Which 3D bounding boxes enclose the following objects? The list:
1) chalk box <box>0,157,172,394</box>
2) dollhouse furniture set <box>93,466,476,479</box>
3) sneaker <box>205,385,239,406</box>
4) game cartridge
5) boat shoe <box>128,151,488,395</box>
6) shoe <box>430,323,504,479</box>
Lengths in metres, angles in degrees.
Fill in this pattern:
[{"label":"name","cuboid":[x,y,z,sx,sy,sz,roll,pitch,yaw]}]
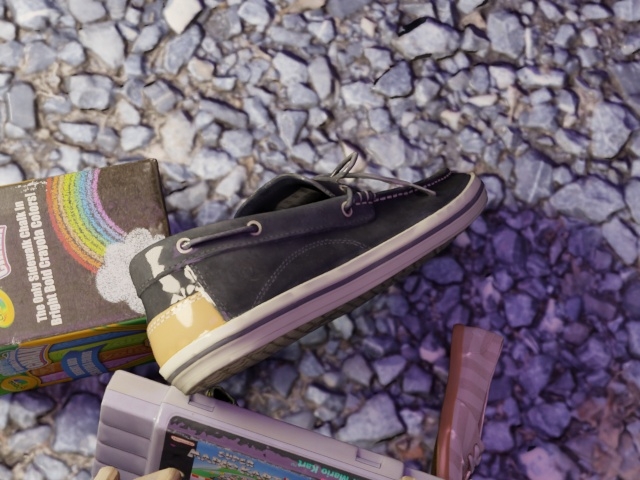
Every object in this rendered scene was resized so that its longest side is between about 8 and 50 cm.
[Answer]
[{"label":"chalk box","cuboid":[-0.296,0.047,1.815,0.289,0.179,0.180,-11,71,-8]},{"label":"dollhouse furniture set","cuboid":[-0.045,0.426,1.544,0.362,0.256,0.394,2,104,6]},{"label":"sneaker","cuboid":[-0.096,0.191,1.852,0.031,0.035,0.083,-39,77,-17]},{"label":"game cartridge","cuboid":[-0.056,0.259,1.726,0.355,0.230,0.068,18,56,2]},{"label":"boat shoe","cuboid":[0.000,0.000,1.767,0.500,0.187,0.156,-25,79,-45]},{"label":"shoe","cuboid":[0.157,0.193,1.853,0.058,0.076,0.219,9,66,4]}]
